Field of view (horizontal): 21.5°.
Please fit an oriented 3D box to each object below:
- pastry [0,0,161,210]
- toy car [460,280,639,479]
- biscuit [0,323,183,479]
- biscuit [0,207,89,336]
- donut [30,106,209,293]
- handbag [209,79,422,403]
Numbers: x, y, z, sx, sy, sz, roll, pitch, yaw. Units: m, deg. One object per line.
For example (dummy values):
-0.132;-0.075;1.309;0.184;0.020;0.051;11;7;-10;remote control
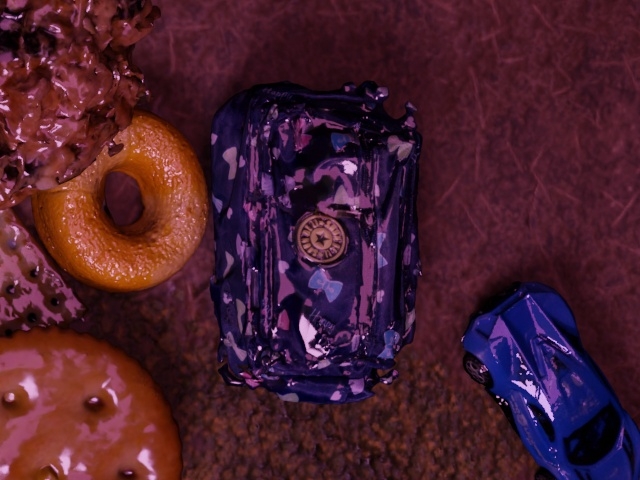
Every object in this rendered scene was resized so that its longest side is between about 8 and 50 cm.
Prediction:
-0.224;-0.127;1.203;0.275;0.275;0.193;-52;140;-14;pastry
0.204;0.137;1.421;0.103;0.063;0.216;-35;99;-18;toy car
-0.210;0.173;1.262;0.220;0.066;0.221;-1;93;-23;biscuit
-0.304;0.071;1.268;0.231;0.016;0.139;-39;100;-17;biscuit
-0.152;-0.034;1.307;0.152;0.058;0.152;0;90;-20;donut
0.000;0.000;1.330;0.162;0.113;0.260;3;86;-26;handbag
